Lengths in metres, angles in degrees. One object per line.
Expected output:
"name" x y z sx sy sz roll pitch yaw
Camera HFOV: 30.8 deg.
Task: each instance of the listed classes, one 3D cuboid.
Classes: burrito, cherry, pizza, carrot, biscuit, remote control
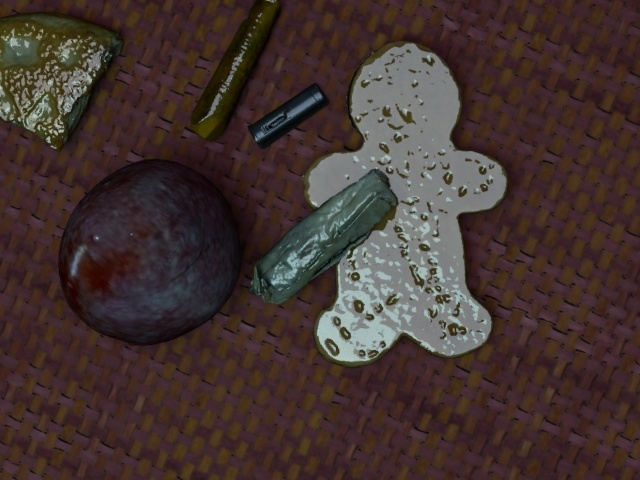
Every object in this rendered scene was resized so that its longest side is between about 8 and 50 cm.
"burrito" 0.001 0.001 1.199 0.188 0.045 0.058 -39 60 7
"cherry" -0.178 0.012 1.164 0.192 0.249 0.175 -35 77 3
"pizza" -0.300 -0.175 1.276 0.182 0.062 0.161 -12 82 1
"carrot" -0.091 -0.188 1.260 0.042 0.042 0.171 28 90 6
"biscuit" 0.091 -0.039 1.234 0.216 0.047 0.340 -4 89 5
"remote control" -0.035 -0.136 1.263 0.091 0.016 0.034 -34 82 5
